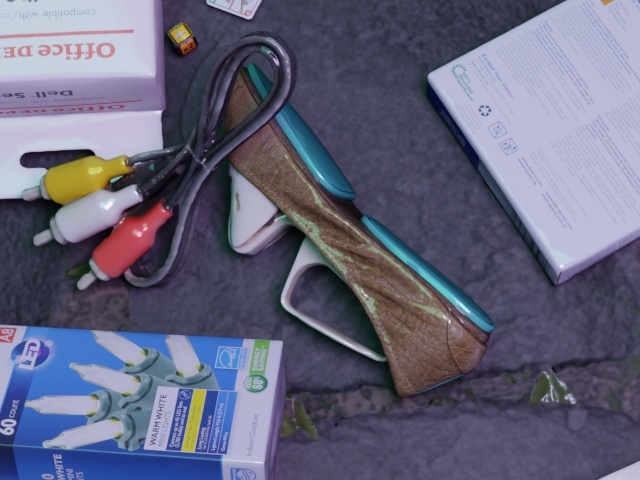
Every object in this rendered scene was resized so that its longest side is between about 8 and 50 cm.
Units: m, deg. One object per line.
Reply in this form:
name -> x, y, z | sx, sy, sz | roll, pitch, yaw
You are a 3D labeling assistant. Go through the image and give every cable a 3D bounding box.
cable -> -0.122, -0.054, 1.292 | 0.287, 0.072, 0.139 | -33, 89, 29

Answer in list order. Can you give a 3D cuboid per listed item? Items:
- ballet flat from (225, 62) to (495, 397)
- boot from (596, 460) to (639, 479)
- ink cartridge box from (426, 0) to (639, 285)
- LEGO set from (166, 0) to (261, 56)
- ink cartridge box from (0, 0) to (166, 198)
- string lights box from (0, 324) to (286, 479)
ballet flat -> 0.000, 0.000, 1.323 | 0.124, 0.116, 0.342 | -44, 77, 9
boot -> 0.284, 0.260, 1.213 | 0.244, 0.088, 0.176 | -24, 72, -9
ink cartridge box -> 0.244, -0.106, 1.364 | 0.224, 0.045, 0.223 | -29, 72, -7
LEGO set -> -0.120, -0.298, 1.452 | 0.182, 0.060, 0.244 | 22, 74, 15
ink cartridge box -> -0.244, -0.221, 1.352 | 0.207, 0.119, 0.353 | -4, 79, -3
string lights box -> -0.165, 0.147, 1.261 | 0.259, 0.077, 0.133 | 3, 44, 4
